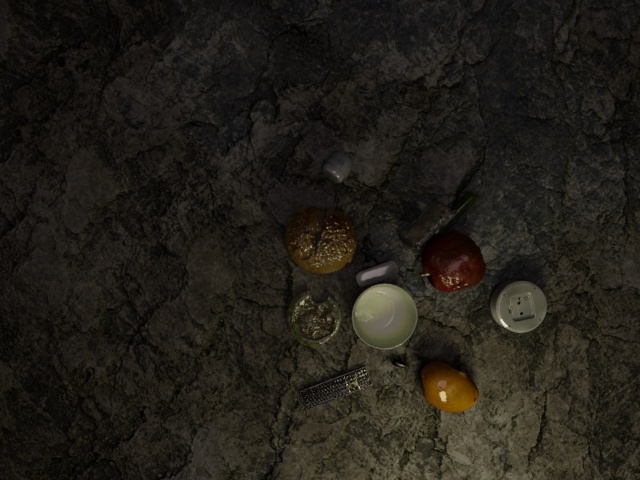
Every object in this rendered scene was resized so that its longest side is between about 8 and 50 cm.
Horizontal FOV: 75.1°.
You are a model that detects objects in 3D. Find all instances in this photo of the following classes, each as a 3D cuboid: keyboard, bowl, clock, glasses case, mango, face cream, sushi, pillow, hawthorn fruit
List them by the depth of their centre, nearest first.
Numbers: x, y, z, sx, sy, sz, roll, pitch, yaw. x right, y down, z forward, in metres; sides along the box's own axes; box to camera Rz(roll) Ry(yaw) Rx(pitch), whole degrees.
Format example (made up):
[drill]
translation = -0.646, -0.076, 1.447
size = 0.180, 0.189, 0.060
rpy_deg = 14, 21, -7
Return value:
[hawthorn fruit]
translation = 0.553, 0.096, 1.741
size = 0.261, 0.258, 0.258
rpy_deg = -35, 94, -29
[face cream]
translation = 0.072, -0.310, 1.764
size = 0.117, 0.117, 0.104
rpy_deg = 37, 81, -3
[bowl]
translation = 0.262, 0.312, 1.781
size = 0.276, 0.145, 0.277
rpy_deg = 0, 91, -4
[pillow]
translation = 0.456, -0.063, 1.783
size = 0.255, 0.169, 0.059
rpy_deg = -43, 123, -1
[mango]
translation = 0.559, 0.646, 1.807
size = 0.290, 0.160, 0.191
rpy_deg = 26, 84, -13
[glasses case]
translation = 0.247, 0.145, 1.821
size = 0.193, 0.049, 0.074
rpy_deg = -21, 93, -2
[clock]
translation = 0.871, 0.287, 1.838
size = 0.230, 0.083, 0.231
rpy_deg = 0, 91, 0
[sushi]
translation = 0.354, 0.539, 1.842
size = 0.083, 0.046, 0.044
rpy_deg = 19, 91, -3
[keyboard]
translation = 0.068, 0.651, 1.845
size = 0.316, 0.027, 0.106
rpy_deg = -21, 93, -1

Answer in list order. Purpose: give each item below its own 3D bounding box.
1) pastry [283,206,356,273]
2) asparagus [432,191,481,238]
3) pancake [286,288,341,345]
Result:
[pastry]
translation = 0.000, 0.000, 1.738
size = 0.315, 0.184, 0.285
rpy_deg = 18, 92, -3
[asparagus]
translation = 0.585, -0.117, 1.821
size = 0.067, 0.060, 0.278
rpy_deg = 43, 89, 7
[pancake]
translation = -0.030, 0.342, 1.824
size = 0.253, 0.037, 0.254
rpy_deg = 0, 92, -3
